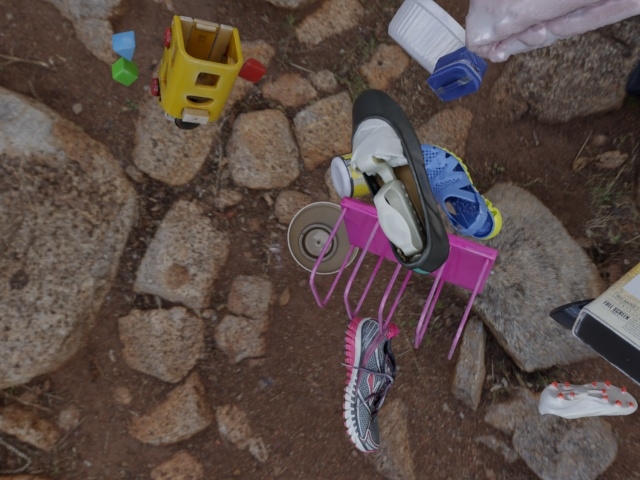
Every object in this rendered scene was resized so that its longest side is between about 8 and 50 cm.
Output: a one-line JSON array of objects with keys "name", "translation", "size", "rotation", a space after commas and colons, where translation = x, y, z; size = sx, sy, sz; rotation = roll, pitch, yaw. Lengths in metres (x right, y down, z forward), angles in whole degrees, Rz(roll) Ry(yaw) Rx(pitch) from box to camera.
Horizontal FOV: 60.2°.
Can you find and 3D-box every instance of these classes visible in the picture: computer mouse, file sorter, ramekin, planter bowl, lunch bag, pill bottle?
[{"name": "computer mouse", "translation": [0.561, 0.122, 0.984], "size": [0.262, 0.184, 0.060], "rotation": [-5, 72, -16]}, {"name": "file sorter", "translation": [0.149, 0.081, 1.043], "size": [0.291, 0.202, 0.182], "rotation": [21, 72, 16]}, {"name": "ramekin", "translation": [0.250, -0.461, 1.262], "size": [0.207, 0.207, 0.109], "rotation": [48, 108, 14]}, {"name": "planter bowl", "translation": [0.000, 0.000, 1.270], "size": [0.162, 0.109, 0.161], "rotation": [1, 83, -9]}, {"name": "lunch bag", "translation": [0.247, -0.295, 0.990], "size": [0.098, 0.067, 0.065], "rotation": [-9, 50, 57]}, {"name": "pill bottle", "translation": [0.125, -0.166, 1.307], "size": [0.184, 0.103, 0.103], "rotation": [-16, 81, -14]}]

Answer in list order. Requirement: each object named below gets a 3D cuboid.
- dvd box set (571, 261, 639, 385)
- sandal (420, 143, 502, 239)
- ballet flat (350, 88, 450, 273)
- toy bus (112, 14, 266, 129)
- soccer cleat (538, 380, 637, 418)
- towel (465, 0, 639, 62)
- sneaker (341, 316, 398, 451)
[{"name": "dvd box set", "translation": [0.597, 0.099, 0.741], "size": [0.421, 0.062, 0.308], "rotation": [-30, 53, -25]}, {"name": "sandal", "translation": [0.342, -0.126, 1.435], "size": [0.317, 0.138, 0.126], "rotation": [47, 118, 9]}, {"name": "ballet flat", "translation": [0.101, -0.086, 0.762], "size": [0.095, 0.096, 0.280], "rotation": [-28, 82, 35]}, {"name": "toy bus", "translation": [-0.185, -0.220, 0.804], "size": [0.191, 0.202, 0.104], "rotation": [-20, 63, 14]}, {"name": "soccer cleat", "translation": [0.533, 0.324, 1.110], "size": [0.196, 0.068, 0.076], "rotation": [6, 128, -7]}, {"name": "towel", "translation": [0.213, -0.282, 0.258], "size": [0.317, 0.053, 0.331], "rotation": [-1, 76, 56]}, {"name": "sneaker", "translation": [0.115, 0.324, 1.239], "size": [0.112, 0.121, 0.299], "rotation": [-1, 88, 20]}]
